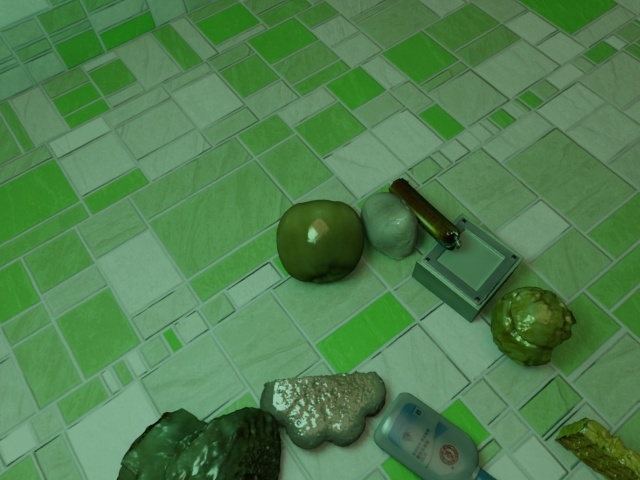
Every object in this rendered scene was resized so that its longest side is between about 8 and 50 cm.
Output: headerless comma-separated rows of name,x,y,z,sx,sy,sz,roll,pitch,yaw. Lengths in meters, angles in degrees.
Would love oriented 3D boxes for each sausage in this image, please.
sausage,0.323,-0.076,1.529,0.082,0.082,0.371,-20,37,-9

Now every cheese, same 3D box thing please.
cheese,0.205,-0.051,1.543,0.154,0.198,0.189,-24,55,-7

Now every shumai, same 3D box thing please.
shumai,-0.297,0.561,1.179,0.323,0.324,0.398,10,57,23

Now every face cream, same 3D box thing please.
face cream,0.308,0.542,1.273,0.336,0.080,0.163,33,67,18

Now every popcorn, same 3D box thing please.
popcorn,0.563,0.228,1.359,0.183,0.221,0.204,-21,59,-37

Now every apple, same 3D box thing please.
apple,0.000,0.000,1.485,0.262,0.262,0.262,-1,61,1

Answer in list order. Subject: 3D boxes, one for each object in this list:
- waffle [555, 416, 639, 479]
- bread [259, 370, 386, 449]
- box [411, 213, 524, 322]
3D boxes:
waffle,0.705,0.528,1.224,0.211,0.160,0.055,37,68,20
bread,0.010,0.448,1.325,0.337,0.102,0.183,-4,65,-3
box,0.436,0.079,1.501,0.225,0.117,0.225,39,69,20
